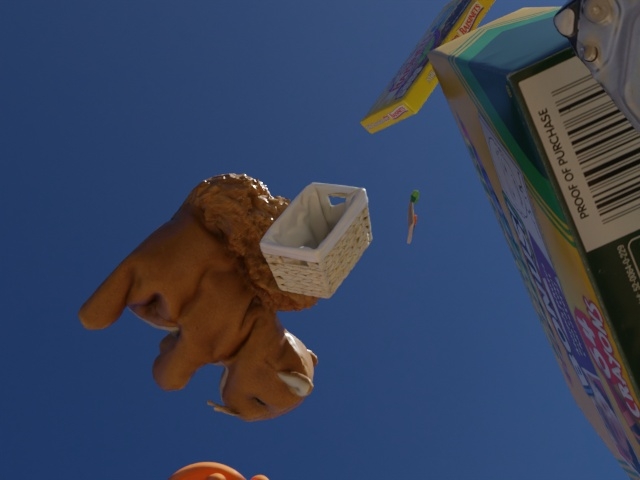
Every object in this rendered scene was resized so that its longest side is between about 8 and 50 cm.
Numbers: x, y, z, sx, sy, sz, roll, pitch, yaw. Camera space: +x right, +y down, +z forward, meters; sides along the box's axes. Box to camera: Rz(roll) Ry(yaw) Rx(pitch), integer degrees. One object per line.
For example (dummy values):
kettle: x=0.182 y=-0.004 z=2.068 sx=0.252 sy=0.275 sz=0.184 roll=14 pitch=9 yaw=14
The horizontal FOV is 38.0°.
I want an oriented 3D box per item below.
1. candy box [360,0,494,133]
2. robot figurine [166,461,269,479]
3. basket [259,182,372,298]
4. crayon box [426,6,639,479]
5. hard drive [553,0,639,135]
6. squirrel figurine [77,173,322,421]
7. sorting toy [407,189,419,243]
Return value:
candy box: x=0.129 y=-0.216 z=1.087 sx=0.027 sy=0.105 sz=0.206 roll=40 pitch=-111 yaw=-13
robot figurine: x=-0.141 y=0.332 z=1.083 sx=0.128 sy=0.219 sz=0.158 roll=23 pitch=-115 yaw=-1
basket: x=0.000 y=0.000 z=1.458 sx=0.167 sy=0.113 sz=0.103 roll=-53 pitch=-42 yaw=-38
crayon box: x=0.211 y=0.015 z=0.681 sx=0.106 sy=0.313 sz=0.363 roll=-24 pitch=-77 yaw=3
hard drive: x=0.281 y=-0.025 z=0.344 sx=0.339 sy=0.237 sz=0.064 roll=49 pitch=-131 yaw=-6
squirrel figurine: x=-0.126 y=0.103 z=1.566 sx=0.370 sy=0.281 sz=0.397 roll=42 pitch=-87 yaw=0
sorting toy: x=0.142 y=-0.040 z=1.420 sx=0.012 sy=0.062 sz=0.083 roll=3 pitch=-31 yaw=2
